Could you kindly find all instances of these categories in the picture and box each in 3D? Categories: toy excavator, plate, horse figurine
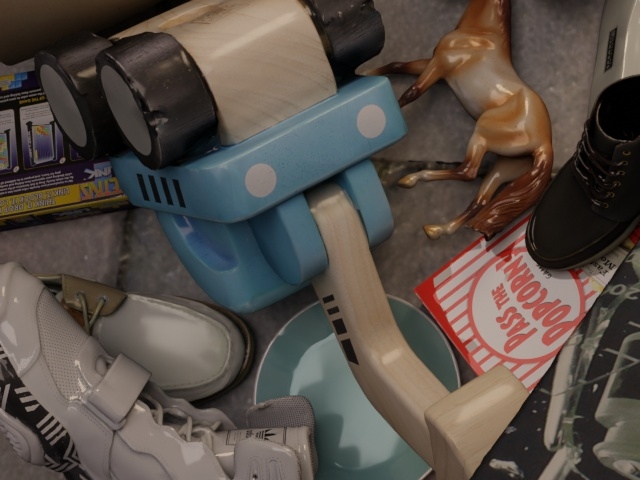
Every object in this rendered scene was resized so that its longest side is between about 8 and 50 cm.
[{"bbox_3d":[0.000,0.000,1.523,0.222,0.433,0.445,-30,108,-21],"label":"toy excavator"},{"bbox_3d":[0.033,0.137,1.599,0.188,0.024,0.188,-4,76,16],"label":"plate"},{"bbox_3d":[0.130,-0.113,1.601,0.174,0.066,0.263,-30,61,5],"label":"horse figurine"}]

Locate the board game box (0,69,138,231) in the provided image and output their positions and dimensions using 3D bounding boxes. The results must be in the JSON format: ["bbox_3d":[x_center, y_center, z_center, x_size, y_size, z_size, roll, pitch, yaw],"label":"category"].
[{"bbox_3d":[-0.250,-0.090,1.723,0.170,0.048,0.141,-9,77,14],"label":"board game box"}]

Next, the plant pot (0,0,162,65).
[{"bbox_3d":[-0.182,-0.314,1.661,0.274,0.256,0.257,-13,74,6],"label":"plant pot"}]

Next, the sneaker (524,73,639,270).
[{"bbox_3d":[0.222,-0.061,1.462,0.222,0.118,0.083,-47,62,27],"label":"sneaker"}]

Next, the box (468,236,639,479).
[{"bbox_3d":[0.363,0.240,1.209,0.479,0.472,0.297,21,128,19],"label":"box"}]

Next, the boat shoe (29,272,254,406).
[{"bbox_3d":[-0.213,0.089,1.640,0.302,0.103,0.113,3,78,17],"label":"boat shoe"}]

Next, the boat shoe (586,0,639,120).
[{"bbox_3d":[0.283,-0.174,1.579,0.070,0.078,0.219,17,77,-16],"label":"boat shoe"}]

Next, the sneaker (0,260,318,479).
[{"bbox_3d":[-0.128,0.152,1.524,0.210,0.137,0.366,-25,104,12],"label":"sneaker"}]

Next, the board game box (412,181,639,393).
[{"bbox_3d":[0.199,0.043,1.561,0.193,0.045,0.147,-39,70,5],"label":"board game box"}]
